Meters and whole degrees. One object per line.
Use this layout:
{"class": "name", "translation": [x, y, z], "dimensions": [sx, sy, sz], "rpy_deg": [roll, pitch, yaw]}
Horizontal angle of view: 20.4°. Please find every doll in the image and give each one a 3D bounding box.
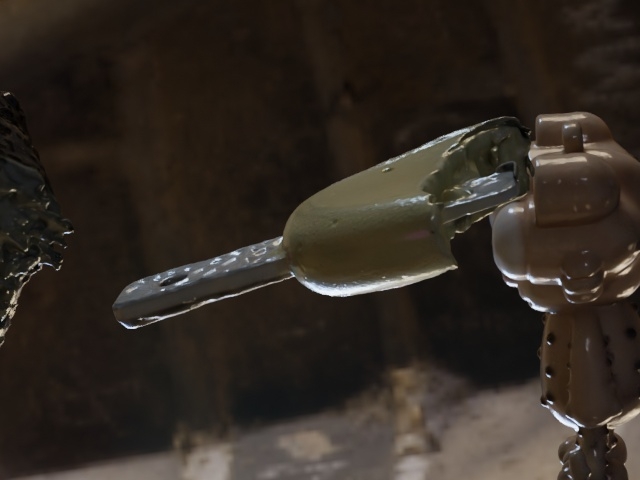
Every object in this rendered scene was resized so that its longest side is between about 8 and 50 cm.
{"class": "doll", "translation": [0.185, 0.050, 1.267], "dimensions": [0.154, 0.119, 0.278], "rpy_deg": [-50, -46, -77]}

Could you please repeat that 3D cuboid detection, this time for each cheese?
{"class": "cheese", "translation": [0.000, 0.001, 0.942], "dimensions": [0.127, 0.235, 0.049], "rpy_deg": [-68, -41, -67]}

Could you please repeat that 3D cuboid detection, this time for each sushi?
{"class": "sushi", "translation": [-0.247, 0.016, 1.040], "dimensions": [0.225, 0.136, 0.126], "rpy_deg": [-55, 36, 26]}
